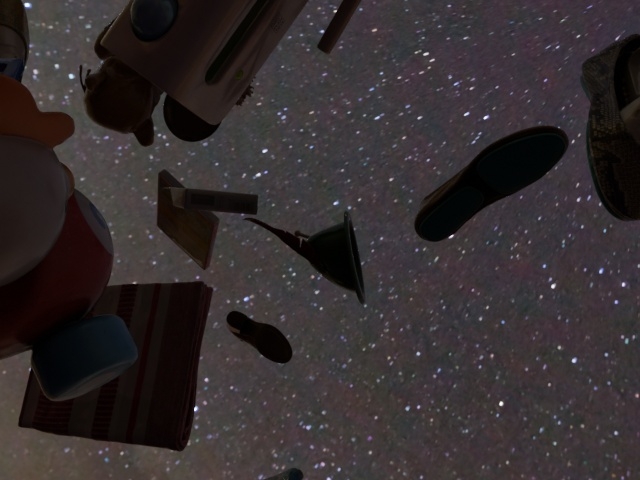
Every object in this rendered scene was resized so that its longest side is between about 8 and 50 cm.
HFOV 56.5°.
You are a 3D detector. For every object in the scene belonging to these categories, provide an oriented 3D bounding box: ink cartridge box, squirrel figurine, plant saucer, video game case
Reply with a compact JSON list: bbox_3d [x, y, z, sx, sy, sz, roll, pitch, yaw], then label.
[{"bbox_3d":[-0.223,-0.079,1.175,0.179,0.145,0.045,5,-88,61],"label":"ink cartridge box"},{"bbox_3d":[-0.323,-0.388,1.246,0.396,0.371,0.281,5,-37,32],"label":"squirrel figurine"},{"bbox_3d":[-0.317,-0.333,1.514,0.168,0.029,0.169,0,-89,14],"label":"plant saucer"},{"bbox_3d":[-0.369,-0.049,1.634,0.204,0.025,0.285,42,-30,8],"label":"video game case"}]

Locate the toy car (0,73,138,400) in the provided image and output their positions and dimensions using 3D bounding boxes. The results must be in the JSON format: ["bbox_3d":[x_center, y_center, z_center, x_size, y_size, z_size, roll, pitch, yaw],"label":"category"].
[{"bbox_3d":[-0.207,-0.015,0.376,0.238,0.210,0.219,-40,-104,40],"label":"toy car"}]

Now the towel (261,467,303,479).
[{"bbox_3d":[-0.227,0.590,1.211,0.271,0.370,0.040,-31,-97,37],"label":"towel"}]

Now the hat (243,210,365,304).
[{"bbox_3d":[-0.021,0.036,1.148,0.183,0.173,0.209,-11,-84,7],"label":"hat"}]

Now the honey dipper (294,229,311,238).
[{"bbox_3d":[0.000,0.000,1.552,0.160,0.030,0.031,20,-59,28],"label":"honey dipper"}]

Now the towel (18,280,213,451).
[{"bbox_3d":[-0.318,0.183,0.916,0.328,0.037,0.237,-3,-111,27],"label":"towel"}]

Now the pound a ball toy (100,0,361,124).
[{"bbox_3d":[-0.063,-0.279,0.619,0.208,0.135,0.319,38,-86,26],"label":"pound a ball toy"}]

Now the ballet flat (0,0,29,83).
[{"bbox_3d":[-0.605,-0.298,1.105,0.123,0.123,0.349,35,-62,13],"label":"ballet flat"}]

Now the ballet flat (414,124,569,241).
[{"bbox_3d":[0.215,-0.086,0.793,0.080,0.073,0.232,42,-58,-20],"label":"ballet flat"}]

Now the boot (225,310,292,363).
[{"bbox_3d":[-0.153,0.250,1.518,0.197,0.073,0.152,36,-17,9],"label":"boot"}]

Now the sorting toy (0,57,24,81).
[{"bbox_3d":[-0.498,-0.152,0.632,0.196,0.347,0.047,-125,-152,-43],"label":"sorting toy"}]

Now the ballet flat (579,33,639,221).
[{"bbox_3d":[0.603,-0.255,1.142,0.164,0.483,0.182,28,-43,-12],"label":"ballet flat"}]
